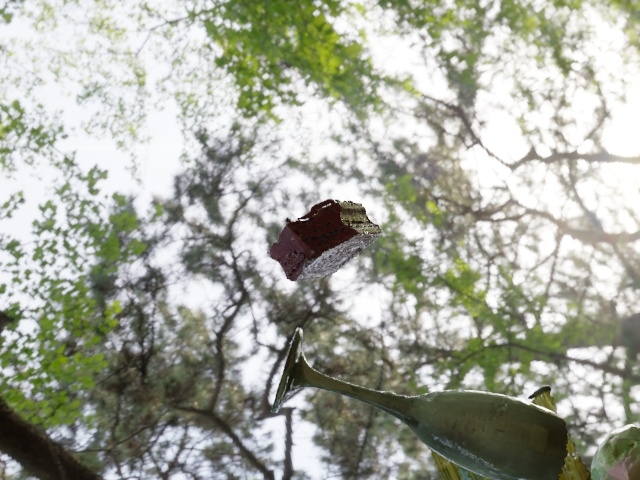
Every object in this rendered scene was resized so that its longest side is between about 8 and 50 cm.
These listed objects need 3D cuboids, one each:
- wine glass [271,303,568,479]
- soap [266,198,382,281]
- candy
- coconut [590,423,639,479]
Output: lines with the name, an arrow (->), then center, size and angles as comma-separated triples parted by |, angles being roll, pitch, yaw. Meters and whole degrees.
wine glass -> 0.110, 0.167, 0.765 | 0.309, 0.264, 0.096 | 17, -104, 2
soap -> 0.000, 0.000, 1.503 | 0.099, 0.162, 0.250 | 55, -160, 13
candy -> 0.318, 0.388, 1.353 | 0.081, 0.297, 0.187 | 0, -122, -40
coconut -> 0.777, 0.567, 1.908 | 0.204, 0.236, 0.236 | 34, -138, 19
